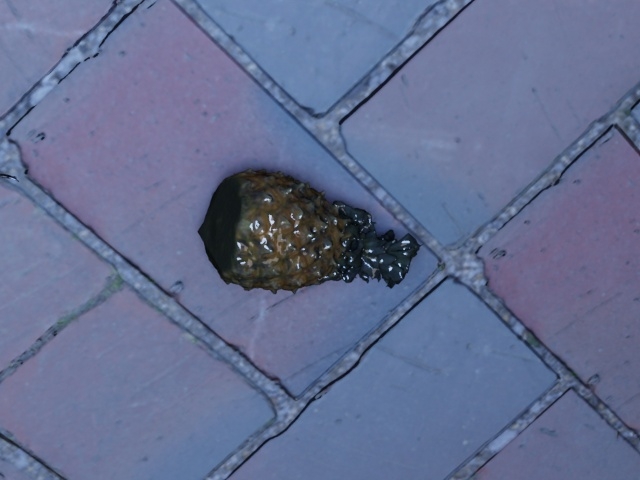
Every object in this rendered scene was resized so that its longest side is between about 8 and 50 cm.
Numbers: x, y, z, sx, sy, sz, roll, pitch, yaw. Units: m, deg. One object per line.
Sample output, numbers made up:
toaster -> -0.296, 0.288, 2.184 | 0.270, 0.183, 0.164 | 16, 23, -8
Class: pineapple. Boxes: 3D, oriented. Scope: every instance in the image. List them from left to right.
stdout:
pineapple -> 0.000, 0.000, 1.407 | 0.198, 0.108, 0.108 | 11, 113, -27

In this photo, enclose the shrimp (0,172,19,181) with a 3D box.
shrimp -> -0.331, -0.059, 1.285 | 0.190, 0.073, 0.075 | 4, 160, -10
